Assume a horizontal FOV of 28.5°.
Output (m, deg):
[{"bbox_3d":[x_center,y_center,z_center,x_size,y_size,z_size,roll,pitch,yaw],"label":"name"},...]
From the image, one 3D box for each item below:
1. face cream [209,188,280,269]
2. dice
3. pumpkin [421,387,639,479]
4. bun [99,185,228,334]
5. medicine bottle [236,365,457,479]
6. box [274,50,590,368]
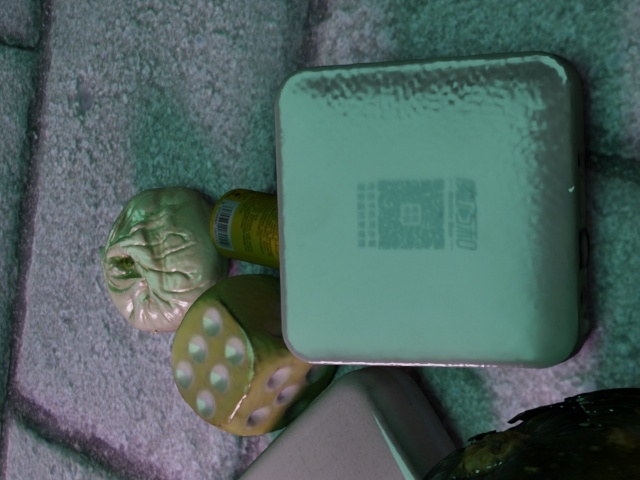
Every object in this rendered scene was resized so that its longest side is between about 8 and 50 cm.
[{"bbox_3d":[0.000,0.000,1.700,0.348,0.105,0.105,11,100,44],"label":"face cream"},{"bbox_3d":[-0.092,0.158,1.754,0.166,0.169,0.169,46,122,32],"label":"dice"},{"bbox_3d":[0.246,0.339,1.237,0.344,0.454,0.454,51,130,-3],"label":"pumpkin"},{"bbox_3d":[-0.247,0.033,1.924,0.229,0.145,0.230,0,90,48],"label":"bun"},{"bbox_3d":[0.030,0.350,1.677,0.375,0.123,0.282,-48,63,34],"label":"medicine bottle"},{"bbox_3d":[0.131,-0.033,1.505,0.373,0.090,0.367,0,93,20],"label":"box"}]
